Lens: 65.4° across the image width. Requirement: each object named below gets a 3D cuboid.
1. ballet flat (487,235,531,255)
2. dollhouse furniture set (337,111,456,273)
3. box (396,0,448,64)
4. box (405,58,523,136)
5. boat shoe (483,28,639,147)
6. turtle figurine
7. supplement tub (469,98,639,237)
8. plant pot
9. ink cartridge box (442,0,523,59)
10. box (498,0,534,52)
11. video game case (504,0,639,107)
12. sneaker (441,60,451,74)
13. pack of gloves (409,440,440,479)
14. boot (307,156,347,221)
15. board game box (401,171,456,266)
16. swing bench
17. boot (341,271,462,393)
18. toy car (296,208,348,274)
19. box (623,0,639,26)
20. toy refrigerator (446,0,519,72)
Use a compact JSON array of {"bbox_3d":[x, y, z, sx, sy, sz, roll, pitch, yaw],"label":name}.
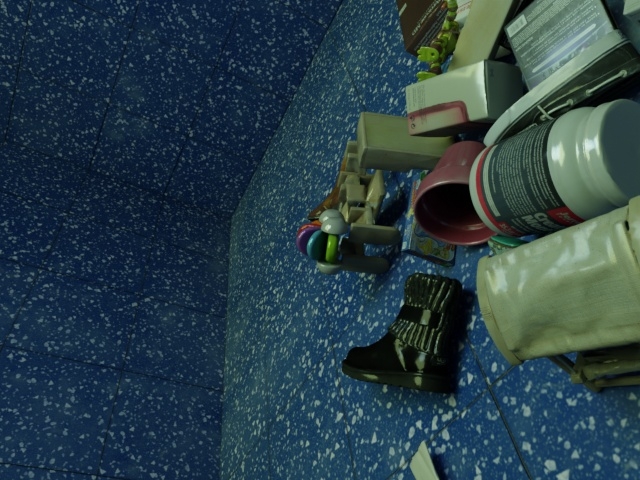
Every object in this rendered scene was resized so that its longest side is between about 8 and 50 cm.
[{"bbox_3d":[0.401,0.035,0.957,0.221,0.077,0.079,-170,78,-67],"label":"ballet flat"},{"bbox_3d":[0.207,-0.155,1.458,0.394,0.256,0.362,102,171,-49],"label":"dollhouse furniture set"},{"bbox_3d":[0.360,-0.758,1.615,0.191,0.143,0.381,-48,33,42],"label":"box"},{"bbox_3d":[0.339,-0.328,1.188,0.232,0.148,0.127,0,95,54],"label":"box"},{"bbox_3d":[0.455,-0.249,0.952,0.306,0.113,0.105,-39,73,38],"label":"boat shoe"},{"bbox_3d":[0.320,-0.506,1.310,0.217,0.087,0.269,-61,-11,-28],"label":"turtle figurine"},{"bbox_3d":[0.417,-0.115,0.870,0.272,0.191,0.191,-18,55,64],"label":"supplement tub"},{"bbox_3d":[0.323,-0.118,1.121,0.201,0.201,0.180,-41,20,50],"label":"plant pot"},{"bbox_3d":[0.457,-0.663,1.328,0.207,0.119,0.353,16,87,67],"label":"ink cartridge box"},{"bbox_3d":[0.511,-0.501,1.121,0.180,0.077,0.147,-63,23,20],"label":"box"},{"bbox_3d":[0.491,-0.377,0.997,0.196,0.026,0.274,-36,65,55],"label":"video game case"},{"bbox_3d":[0.363,-0.429,1.423,0.082,0.069,0.209,-32,43,52],"label":"sneaker"},{"bbox_3d":[0.223,0.559,0.988,0.232,0.046,0.195,-107,30,-60],"label":"pack of gloves"},{"bbox_3d":[0.057,-0.203,1.914,0.264,0.096,0.280,-23,51,62],"label":"boot"},{"bbox_3d":[0.276,-0.050,1.220,0.035,0.136,0.201,-24,51,62],"label":"board game box"},{"bbox_3d":[0.392,0.093,0.671,0.253,0.254,0.165,-34,41,56],"label":"swing bench"},{"bbox_3d":[0.191,0.214,1.196,0.348,0.131,0.260,-10,69,53],"label":"boot"},{"bbox_3d":[0.000,0.000,1.398,0.182,0.136,0.159,-103,19,-70],"label":"toy car"},{"bbox_3d":[0.597,-0.430,0.850,0.101,0.087,0.102,-5,67,66],"label":"box"},{"bbox_3d":[0.393,-0.504,1.217,0.102,0.094,0.269,-49,-18,-35],"label":"toy refrigerator"}]
